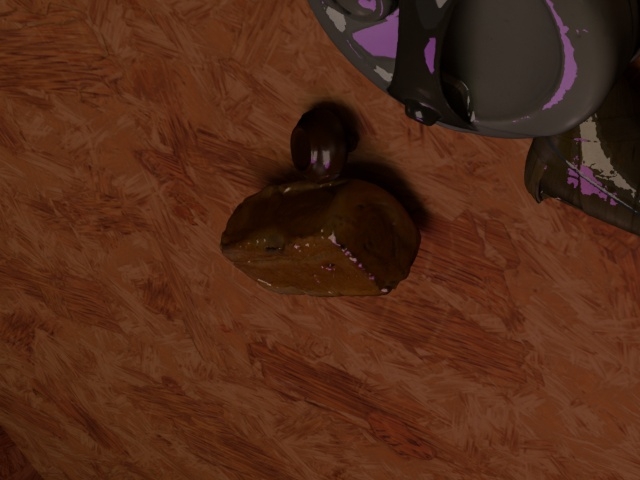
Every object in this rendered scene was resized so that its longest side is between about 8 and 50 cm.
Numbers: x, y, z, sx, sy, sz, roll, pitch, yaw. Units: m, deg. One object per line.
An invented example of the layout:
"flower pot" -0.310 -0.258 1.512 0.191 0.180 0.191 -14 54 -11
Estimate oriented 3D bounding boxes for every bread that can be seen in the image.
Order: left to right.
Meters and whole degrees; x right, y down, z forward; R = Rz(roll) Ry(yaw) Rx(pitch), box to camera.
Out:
"bread" 0.000 0.000 2.001 0.167 0.132 0.294 34 159 -31

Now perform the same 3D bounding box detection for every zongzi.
"zongzi" 0.345 -0.114 1.532 0.228 0.115 0.256 24 138 13

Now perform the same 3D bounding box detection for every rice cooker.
"rice cooker" 0.164 -0.272 1.252 0.335 0.325 0.335 27 149 17

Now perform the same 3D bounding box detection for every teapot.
"teapot" 0.008 -0.125 1.899 0.129 0.078 0.098 152 108 -69
